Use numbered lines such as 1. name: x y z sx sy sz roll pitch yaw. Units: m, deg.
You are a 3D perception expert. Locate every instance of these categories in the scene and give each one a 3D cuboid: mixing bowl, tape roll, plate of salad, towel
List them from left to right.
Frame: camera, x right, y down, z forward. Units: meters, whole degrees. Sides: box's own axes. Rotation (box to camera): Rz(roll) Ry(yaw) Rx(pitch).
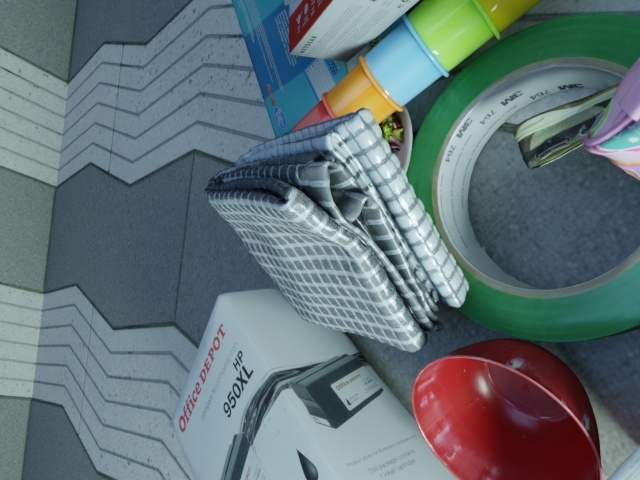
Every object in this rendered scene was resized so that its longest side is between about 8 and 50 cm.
1. towel: 0.000 0.000 0.550 0.121 0.235 0.283 -43 23 -21
2. plate of salad: 0.047 -0.104 0.651 0.199 0.048 0.200 -32 50 49
3. mixing bowl: 0.195 0.168 0.480 0.181 0.098 0.182 24 129 34
4. tape roll: 0.239 -0.058 0.499 0.321 0.077 0.322 -7 80 44

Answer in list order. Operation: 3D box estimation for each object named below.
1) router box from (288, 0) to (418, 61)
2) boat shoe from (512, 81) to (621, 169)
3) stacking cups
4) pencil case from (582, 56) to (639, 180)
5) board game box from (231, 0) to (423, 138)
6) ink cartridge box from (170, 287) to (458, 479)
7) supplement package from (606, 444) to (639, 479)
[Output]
1. router box: 0.055 -0.374 0.442 0.335 0.082 0.302 179 91 -70
2. boat shoe: 0.246 -0.102 0.411 0.152 0.056 0.049 -17 84 46
3. stacking cups: 0.100 -0.197 0.547 0.316 0.096 0.096 -38 60 28
4. pencil case: 0.320 -0.030 0.299 0.284 0.124 0.124 38 115 7
5. board game box: 0.031 -0.328 0.697 0.335 0.079 0.254 -20 87 42
6. ink cartridge box: -0.031 0.294 0.650 0.395 0.166 0.286 47 123 38
7. supplement package: 0.353 0.204 0.311 0.244 0.133 0.139 45 116 39
